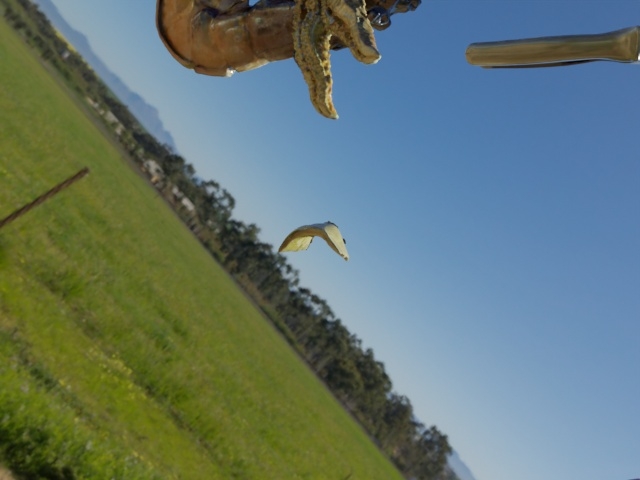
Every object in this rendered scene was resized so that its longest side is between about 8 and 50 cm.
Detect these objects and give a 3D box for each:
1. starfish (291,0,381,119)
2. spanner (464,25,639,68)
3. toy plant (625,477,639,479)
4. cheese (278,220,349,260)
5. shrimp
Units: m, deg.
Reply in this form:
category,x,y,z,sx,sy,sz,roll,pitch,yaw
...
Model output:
category,x,y,z,sx,sy,sz,roll,pitch,yaw
starfish,-0.003,-0.183,0.372,0.208,0.053,0.176,63,-31,12
spanner,0.337,-0.226,0.774,0.324,0.040,0.095,4,14,28
toy plant,0.221,0.234,0.435,0.240,0.088,0.155,105,-39,-67
cheese,0.001,-0.001,0.744,0.084,0.042,0.060,10,6,34
shrimp,-0.044,-0.282,0.719,0.075,0.289,0.178,-28,109,-71
